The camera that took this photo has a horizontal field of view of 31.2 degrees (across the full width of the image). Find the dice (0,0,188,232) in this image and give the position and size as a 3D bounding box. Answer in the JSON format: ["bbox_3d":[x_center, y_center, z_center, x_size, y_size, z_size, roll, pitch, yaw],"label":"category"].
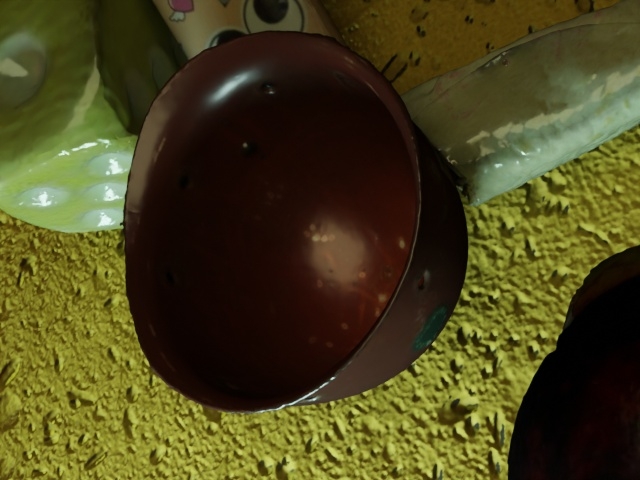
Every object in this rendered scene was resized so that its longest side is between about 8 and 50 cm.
[{"bbox_3d":[-0.261,-0.156,1.297,0.226,0.233,0.238,-20,67,25],"label":"dice"}]

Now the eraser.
[{"bbox_3d":[-0.087,-0.259,1.222,0.171,0.087,0.291,-27,98,31],"label":"eraser"}]

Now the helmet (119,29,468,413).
[{"bbox_3d":[0.000,0.000,1.107,0.337,0.230,0.385,-51,48,13],"label":"helmet"}]

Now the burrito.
[{"bbox_3d":[0.209,-0.130,1.098,0.299,0.105,0.143,-23,57,24],"label":"burrito"}]

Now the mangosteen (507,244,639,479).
[{"bbox_3d":[0.337,0.164,0.815,0.380,0.421,0.381,14,123,22],"label":"mangosteen"}]
